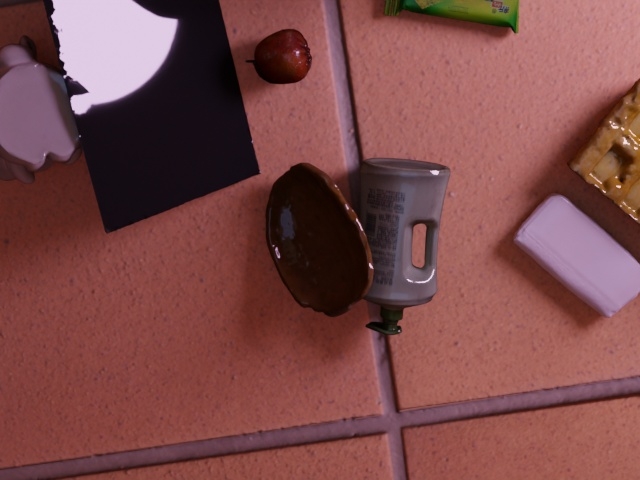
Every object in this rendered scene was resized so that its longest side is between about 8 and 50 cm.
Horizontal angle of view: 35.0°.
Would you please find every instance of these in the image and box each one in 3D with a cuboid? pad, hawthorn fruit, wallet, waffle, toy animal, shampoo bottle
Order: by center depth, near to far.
[{"bbox_3d":[-0.209,-0.221,1.249,0.247,0.007,0.367,-24,107,-38],"label":"pad"},{"bbox_3d":[-0.369,-0.163,1.250,0.127,0.193,0.178,-26,111,-20],"label":"toy animal"},{"bbox_3d":[-0.048,-0.232,1.297,0.077,0.077,0.077,0,104,0],"label":"hawthorn fruit"},{"bbox_3d":[0.474,-0.082,1.337,0.274,0.057,0.168,36,101,-8],"label":"waffle"},{"bbox_3d":[0.102,0.013,1.345,0.118,0.087,0.234,6,104,6],"label":"shampoo bottle"},{"bbox_3d":[0.356,0.022,1.375,0.190,0.033,0.095,38,102,-7],"label":"wallet"}]

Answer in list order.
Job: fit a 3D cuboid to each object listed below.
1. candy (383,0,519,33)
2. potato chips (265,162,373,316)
[{"bbox_3d":[0.176,-0.325,1.291,0.178,0.032,0.102,9,104,-2],"label":"candy"},{"bbox_3d":[0.000,0.000,1.338,0.150,0.049,0.202,-36,75,37],"label":"potato chips"}]
